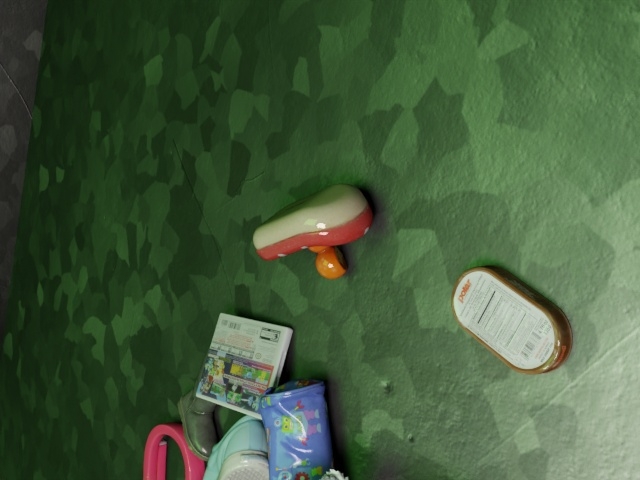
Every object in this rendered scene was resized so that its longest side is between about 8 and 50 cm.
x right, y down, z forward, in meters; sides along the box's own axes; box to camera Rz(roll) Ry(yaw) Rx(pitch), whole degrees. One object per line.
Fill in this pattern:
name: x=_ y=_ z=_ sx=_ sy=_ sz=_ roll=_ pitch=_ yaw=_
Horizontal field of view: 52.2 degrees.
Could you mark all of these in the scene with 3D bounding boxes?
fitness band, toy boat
fitness band: x=-0.353 y=0.586 z=1.579 sx=0.209 sy=0.054 sz=0.290 roll=4 pitch=93 yaw=45
toy boat: x=0.000 y=0.000 z=1.159 sx=0.231 sy=0.151 sz=0.151 roll=-19 pitch=106 yaw=46

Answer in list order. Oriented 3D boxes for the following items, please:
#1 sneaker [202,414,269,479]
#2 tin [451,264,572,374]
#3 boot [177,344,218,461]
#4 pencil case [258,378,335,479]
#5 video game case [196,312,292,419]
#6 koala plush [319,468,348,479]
sneaker: x=-0.183 y=0.492 z=1.364 sx=0.366 sy=0.135 sz=0.150 roll=-55 pitch=23 yaw=37
tin: x=0.264 y=0.109 z=0.924 sx=0.190 sy=0.040 sz=0.106 roll=41 pitch=114 yaw=40
boot: x=-0.237 y=0.356 z=1.448 sx=0.208 sy=0.076 sz=0.189 roll=-51 pitch=57 yaw=26
pencil case: x=-0.040 y=0.407 z=1.182 sx=0.119 sy=0.133 sz=0.306 roll=101 pitch=164 yaw=-82
video game case: x=-0.158 y=0.251 z=1.332 sx=0.201 sy=0.023 sz=0.183 roll=6 pitch=75 yaw=39
koala plush: x=0.004 y=0.486 z=1.018 sx=0.221 sy=0.196 sz=0.203 roll=70 pitch=163 yaw=-2
